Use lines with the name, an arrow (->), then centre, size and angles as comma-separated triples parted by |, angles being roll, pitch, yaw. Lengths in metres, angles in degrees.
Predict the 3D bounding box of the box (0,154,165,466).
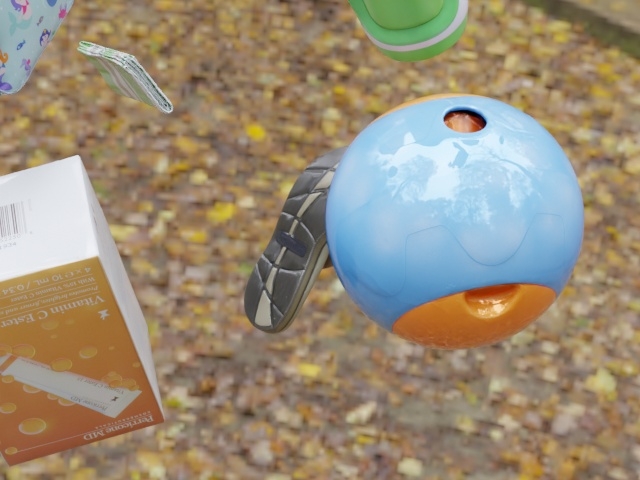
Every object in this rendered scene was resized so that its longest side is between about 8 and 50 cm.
box -> -0.340, 0.094, 1.764 | 0.215, 0.345, 0.168 | -16, 49, -2

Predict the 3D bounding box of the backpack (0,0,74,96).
backpack -> -0.408, -0.282, 1.581 | 0.191, 0.253, 0.225 | 1, 53, 34

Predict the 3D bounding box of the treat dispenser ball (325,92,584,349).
treat dispenser ball -> 0.148, -0.022, 1.612 | 0.288, 0.288, 0.288 | 6, 28, -3

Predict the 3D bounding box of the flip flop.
flip flop -> 0.000, 0.000, 1.854 | 0.080, 0.277, 0.112 | 21, 11, -47

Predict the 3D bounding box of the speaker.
speaker -> 0.070, -0.334, 1.543 | 0.131, 0.296, 0.131 | -12, 46, 13

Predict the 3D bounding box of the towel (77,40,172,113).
towel -> -0.285, -0.234, 2.092 | 0.023, 0.113, 0.152 | -49, 38, -16
